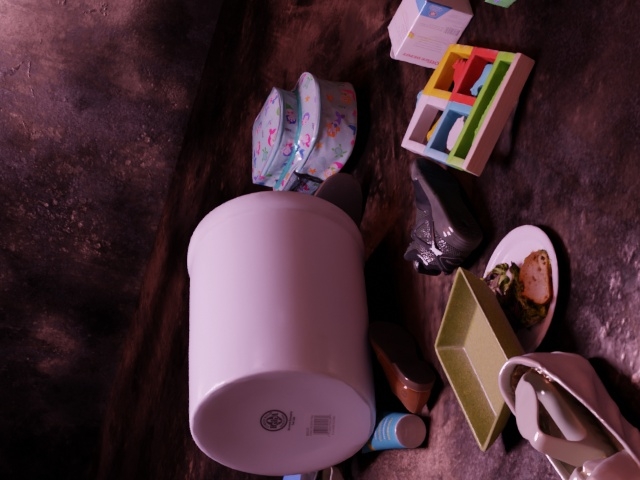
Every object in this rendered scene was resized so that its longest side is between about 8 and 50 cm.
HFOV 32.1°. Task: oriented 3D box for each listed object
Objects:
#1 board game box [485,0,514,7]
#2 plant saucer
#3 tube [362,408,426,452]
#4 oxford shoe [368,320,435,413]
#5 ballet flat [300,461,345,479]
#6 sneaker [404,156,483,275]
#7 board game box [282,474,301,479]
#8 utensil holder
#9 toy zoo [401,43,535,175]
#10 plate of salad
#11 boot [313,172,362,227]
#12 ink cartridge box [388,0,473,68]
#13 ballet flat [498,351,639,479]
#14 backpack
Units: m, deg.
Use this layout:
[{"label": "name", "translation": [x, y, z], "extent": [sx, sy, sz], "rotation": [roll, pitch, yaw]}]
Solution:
[{"label": "board game box", "translation": [0.343, -0.515, 1.639], "extent": [0.317, 0.046, 0.213], "rotation": [144, 133, -60]}, {"label": "plant saucer", "translation": [0.224, 0.159, 1.510], "extent": [0.188, 0.045, 0.188], "rotation": [99, 156, -47]}, {"label": "tube", "translation": [0.110, 0.309, 1.811], "extent": [0.207, 0.052, 0.080], "rotation": [152, 133, -71]}, {"label": "oxford shoe", "translation": [0.121, 0.201, 1.800], "extent": [0.212, 0.076, 0.076], "rotation": [-115, 30, -59]}, {"label": "ballet flat", "translation": [0.002, 0.498, 1.924], "extent": [0.096, 0.095, 0.280], "rotation": [-30, 51, 48]}, {"label": "sneaker", "translation": [0.173, -0.031, 1.762], "extent": [0.130, 0.087, 0.227], "rotation": [-57, 35, 31]}, {"label": "board game box", "translation": [-0.039, 0.505, 2.104], "extent": [0.133, 0.033, 0.168], "rotation": [-131, 50, -58]}, {"label": "utensil holder", "translation": [-0.073, 0.161, 1.912], "extent": [0.385, 0.328, 0.327], "rotation": [-93, 25, -44]}, {"label": "toy zoo", "translation": [0.219, -0.217, 1.770], "extent": [0.192, 0.030, 0.293], "rotation": [-64, 23, 5]}, {"label": "plate of salad", "translation": [0.262, 0.075, 1.534], "extent": [0.200, 0.048, 0.199], "rotation": [-169, 90, -69]}, {"label": "boot", "translation": [0.000, 0.000, 2.178], "extent": [0.115, 0.112, 0.305], "rotation": [-105, 29, -69]}, {"label": "ink cartridge box", "translation": [0.182, -0.370, 1.907], "extent": [0.089, 0.092, 0.143], "rotation": [-98, 29, -41]}, {"label": "ballet flat", "translation": [0.303, 0.251, 1.223], "extent": [0.400, 0.139, 0.139], "rotation": [-119, 45, -59]}, {"label": "backpack", "translation": [-0.029, -0.214, 2.257], "extent": [0.253, 0.191, 0.225], "rotation": [-46, 37, 47]}]
